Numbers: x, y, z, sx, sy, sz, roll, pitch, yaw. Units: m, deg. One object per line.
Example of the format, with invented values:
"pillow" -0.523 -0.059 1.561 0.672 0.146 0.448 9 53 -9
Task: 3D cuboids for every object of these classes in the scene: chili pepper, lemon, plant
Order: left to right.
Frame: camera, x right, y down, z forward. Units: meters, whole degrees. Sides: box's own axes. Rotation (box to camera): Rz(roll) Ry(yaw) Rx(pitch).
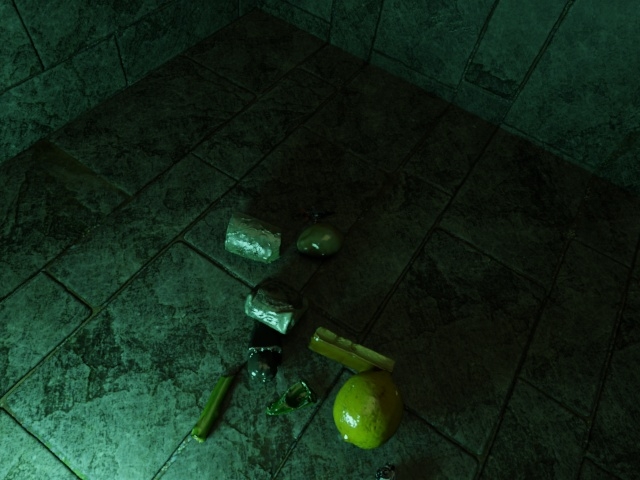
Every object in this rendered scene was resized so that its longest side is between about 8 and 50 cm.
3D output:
"plant" -0.227 0.459 1.813 0.141 0.164 0.256 4 45 -6
"chili pepper" -0.114 0.635 1.769 0.216 0.062 0.108 -17 54 -18
"lemon" 0.188 0.637 1.692 0.258 0.258 0.310 29 64 12

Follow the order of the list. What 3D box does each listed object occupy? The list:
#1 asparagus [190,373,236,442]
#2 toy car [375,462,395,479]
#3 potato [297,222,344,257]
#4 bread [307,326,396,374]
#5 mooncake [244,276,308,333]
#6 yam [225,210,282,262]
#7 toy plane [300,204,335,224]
"asparagus" -0.414 0.639 1.722 0.067 0.060 0.278 12 54 12
"toy car" 0.226 0.904 1.624 0.070 0.080 0.171 29 56 9
"potato" 0.000 0.000 2.156 0.235 0.160 0.178 -17 21 -3
"bread" 0.127 0.478 1.860 0.361 0.138 0.077 24 55 7
"mooncake" -0.189 0.268 1.903 0.254 0.136 0.250 23 17 8
"yam" -0.311 -0.004 2.098 0.271 0.202 0.201 14 77 0
"toy plane" -0.006 -0.144 2.304 0.189 0.061 0.130 -12 58 -16
